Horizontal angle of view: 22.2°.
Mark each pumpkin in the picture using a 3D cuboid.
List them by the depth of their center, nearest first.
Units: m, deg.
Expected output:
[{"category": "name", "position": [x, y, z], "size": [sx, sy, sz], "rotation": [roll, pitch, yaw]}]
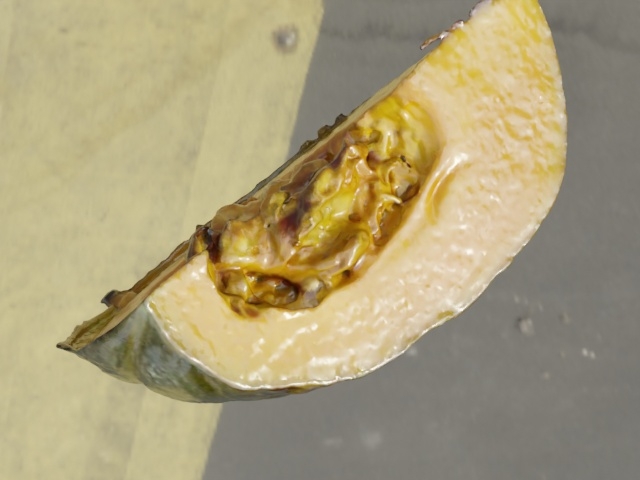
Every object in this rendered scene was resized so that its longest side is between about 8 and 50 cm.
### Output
[{"category": "pumpkin", "position": [0.004, 0.001, 0.831], "size": [0.278, 0.163, 0.111], "rotation": [-42, 101, -17]}]
